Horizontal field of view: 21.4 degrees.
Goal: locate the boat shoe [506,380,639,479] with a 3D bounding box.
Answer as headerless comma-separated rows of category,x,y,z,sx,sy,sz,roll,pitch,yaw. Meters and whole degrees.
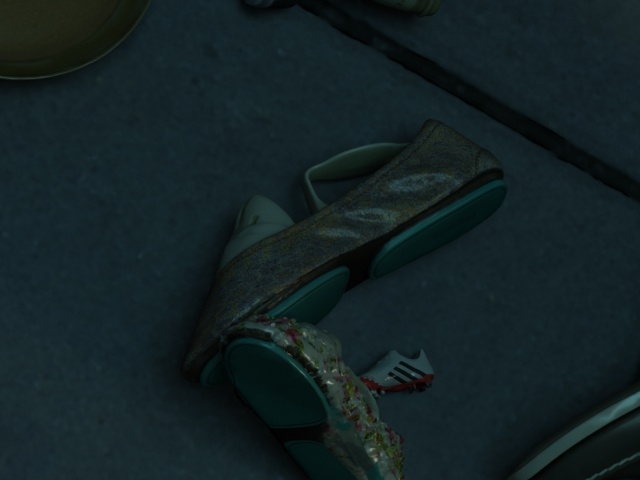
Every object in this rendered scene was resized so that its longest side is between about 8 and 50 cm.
boat shoe,0.292,0.140,1.331,0.305,0.109,0.091,-28,84,-12

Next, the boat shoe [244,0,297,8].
boat shoe,-0.043,-0.252,1.357,0.040,0.049,0.142,5,77,-38

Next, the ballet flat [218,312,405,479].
ballet flat,-0.004,0.112,1.223,0.241,0.091,0.077,61,39,-44

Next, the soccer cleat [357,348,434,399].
soccer cleat,0.050,0.104,1.316,0.083,0.029,0.035,-6,71,-24

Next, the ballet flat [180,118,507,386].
ballet flat,0.000,0.000,1.295,0.316,0.107,0.106,-30,69,-28

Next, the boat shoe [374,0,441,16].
boat shoe,0.084,-0.325,1.394,0.089,0.104,0.285,18,82,-20

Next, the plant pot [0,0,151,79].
plant pot,-0.238,-0.231,1.287,0.236,0.032,0.236,5,75,-19
